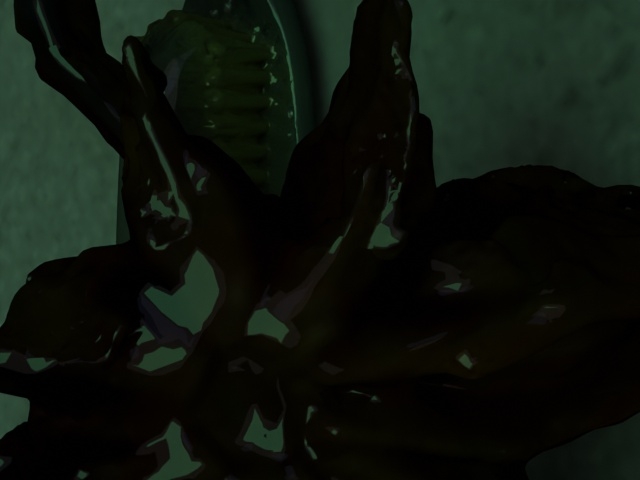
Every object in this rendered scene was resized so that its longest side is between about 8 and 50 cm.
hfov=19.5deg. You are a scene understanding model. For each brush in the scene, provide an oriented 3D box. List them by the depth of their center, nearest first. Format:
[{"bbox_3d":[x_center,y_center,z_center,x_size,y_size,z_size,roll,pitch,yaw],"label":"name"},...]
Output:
[{"bbox_3d":[-0.040,-0.074,0.614,0.068,0.060,0.297,3,92,39],"label":"brush"}]

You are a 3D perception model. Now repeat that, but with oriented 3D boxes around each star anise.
[{"bbox_3d":[-0.001,-0.004,0.512,0.237,0.148,0.346,-29,85,-7],"label":"star anise"}]
